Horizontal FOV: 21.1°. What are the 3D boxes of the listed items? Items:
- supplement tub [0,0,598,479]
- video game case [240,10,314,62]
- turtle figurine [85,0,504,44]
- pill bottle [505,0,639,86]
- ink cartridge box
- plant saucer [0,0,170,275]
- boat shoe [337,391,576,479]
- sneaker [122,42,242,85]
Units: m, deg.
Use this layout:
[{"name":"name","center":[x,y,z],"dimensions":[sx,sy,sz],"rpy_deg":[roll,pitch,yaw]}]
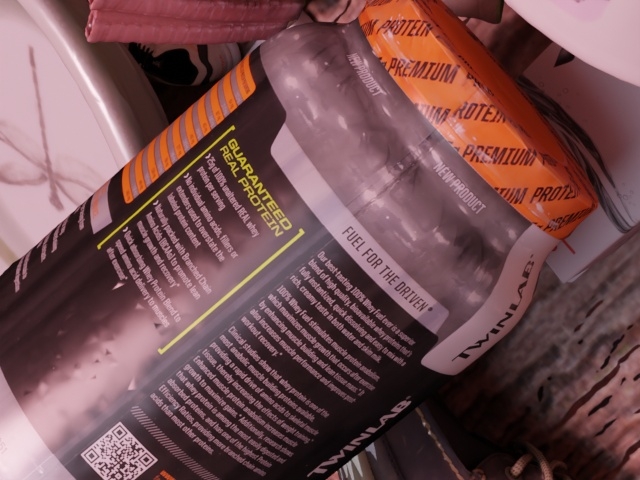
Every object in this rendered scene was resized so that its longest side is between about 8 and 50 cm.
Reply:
[{"name":"supplement tub","center":[-0.026,0.023,0.882],"dimensions":[0.316,0.193,0.193],"rpy_deg":[-40,82,15]},{"name":"video game case","center":[0.000,0.000,1.096],"dimensions":[0.227,0.026,0.206],"rpy_deg":[49,130,10]},{"name":"turtle figurine","center":[-0.026,-0.210,0.954],"dimensions":[0.266,0.275,0.198],"rpy_deg":[3,104,11]},{"name":"pill bottle","center":[0.198,-0.226,0.757],"dimensions":[0.169,0.169,0.301],"rpy_deg":[38,127,19]},{"name":"ink cartridge box","center":[0.148,-0.051,0.939],"dimensions":[0.104,0.060,0.180],"rpy_deg":[51,131,9]},{"name":"plant saucer","center":[-0.193,-0.053,1.141],"dimensions":[0.400,0.100,0.400],"rpy_deg":[31,137,34]},{"name":"boat shoe","center":[0.103,0.175,1.039],"dimensions":[0.130,0.132,0.355],"rpy_deg":[-20,104,9]},{"name":"sneaker","center":[-0.105,-0.123,1.113],"dimensions":[0.109,0.044,0.040],"rpy_deg":[12,117,35]}]
